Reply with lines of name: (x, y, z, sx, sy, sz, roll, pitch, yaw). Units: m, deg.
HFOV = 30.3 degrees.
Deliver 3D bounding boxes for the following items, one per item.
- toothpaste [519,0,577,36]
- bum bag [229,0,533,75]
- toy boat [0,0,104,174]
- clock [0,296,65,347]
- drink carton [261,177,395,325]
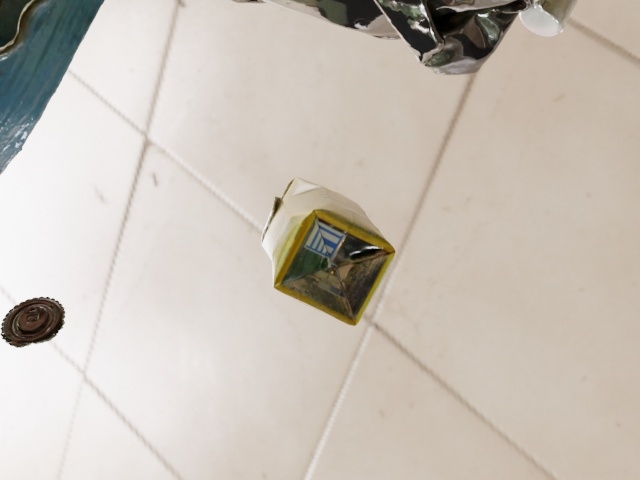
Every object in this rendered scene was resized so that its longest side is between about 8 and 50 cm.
toothpaste: (0.254, -0.308, 1.035, 0.056, 0.314, 0.058, 3, 148, 50)
bum bag: (-0.036, -0.189, 0.710, 0.340, 0.095, 0.144, 16, 152, 2)
toy boat: (-0.170, -0.104, 0.602, 0.186, 0.077, 0.075, -59, 30, 11)
clock: (-0.323, 0.090, 1.330, 0.083, 0.074, 0.010, -106, 6, -53)
drink carton: (0.000, 0.000, 0.872, 0.075, 0.084, 0.200, -64, 11, 8)
